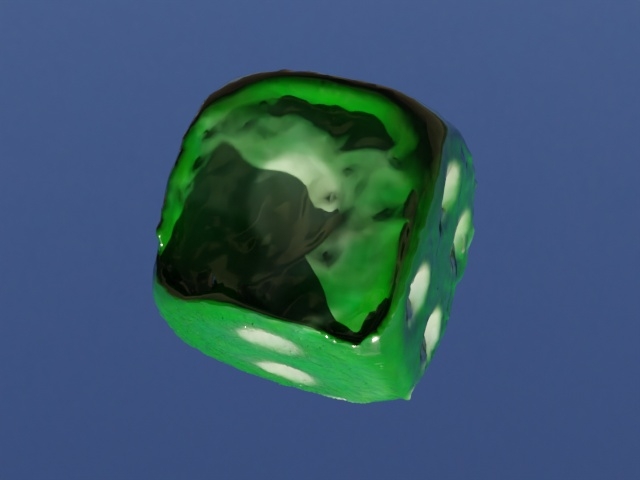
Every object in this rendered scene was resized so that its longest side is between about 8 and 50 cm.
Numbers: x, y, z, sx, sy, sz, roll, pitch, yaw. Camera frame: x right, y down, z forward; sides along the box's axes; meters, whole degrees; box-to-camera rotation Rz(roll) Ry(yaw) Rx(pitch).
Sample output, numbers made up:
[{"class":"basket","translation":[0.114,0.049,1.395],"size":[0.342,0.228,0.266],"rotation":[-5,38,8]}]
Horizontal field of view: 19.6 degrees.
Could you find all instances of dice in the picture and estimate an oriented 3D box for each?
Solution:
[{"class":"dice","translation":[0.000,0.000,0.896],"size":[0.130,0.120,0.128],"rotation":[12,-109,18]}]
